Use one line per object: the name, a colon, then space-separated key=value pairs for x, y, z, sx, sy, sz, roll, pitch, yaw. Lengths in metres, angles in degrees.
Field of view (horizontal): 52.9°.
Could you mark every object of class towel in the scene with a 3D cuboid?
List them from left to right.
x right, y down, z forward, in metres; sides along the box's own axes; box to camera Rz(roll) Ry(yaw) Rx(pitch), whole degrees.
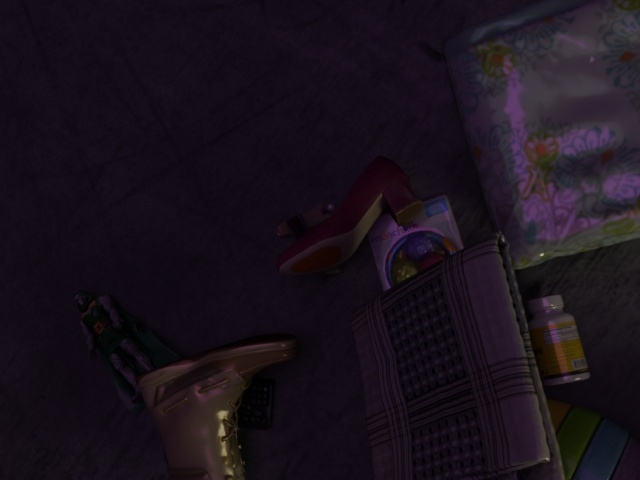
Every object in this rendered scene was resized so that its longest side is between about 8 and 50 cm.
towel: x=0.146 y=0.192 z=0.819 sx=0.312 sy=0.056 sz=0.324 roll=-35 pitch=54 yaw=46
towel: x=0.369 y=-0.164 z=0.792 sx=0.375 sy=0.090 sz=0.320 roll=-16 pitch=74 yaw=14

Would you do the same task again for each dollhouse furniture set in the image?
dollhouse furniture set: x=0.000 y=0.000 z=1.038 sx=0.081 sy=0.091 sz=0.114 roll=-32 pitch=94 yaw=-32

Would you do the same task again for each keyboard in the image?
keyboard: x=-0.160 y=0.241 z=1.035 sx=0.180 sy=0.023 sz=0.108 roll=2 pitch=80 yaw=17

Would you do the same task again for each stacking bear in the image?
stacking bear: x=0.286 y=0.273 z=0.816 sx=0.289 sy=0.164 sz=0.175 roll=24 pitch=71 yaw=29

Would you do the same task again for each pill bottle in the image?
pill bottle: x=0.320 y=0.136 z=0.878 sx=0.065 sy=0.065 sz=0.116 roll=-14 pitch=75 yaw=15

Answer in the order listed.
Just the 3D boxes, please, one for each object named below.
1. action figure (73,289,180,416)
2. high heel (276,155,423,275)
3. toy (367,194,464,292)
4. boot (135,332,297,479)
action figure: x=-0.352 y=0.168 z=1.093 sx=0.232 sy=0.063 sz=0.137 roll=44 pitch=97 yaw=24
high heel: x=0.027 y=-0.041 z=0.975 sx=0.244 sy=0.082 sz=0.117 roll=-31 pitch=58 yaw=-4
toy: x=0.154 y=0.055 z=0.952 sx=0.137 sy=0.056 sz=0.237 roll=-19 pitch=74 yaw=13
boot: x=-0.133 y=0.260 z=0.965 sx=0.262 sy=0.095 sz=0.203 roll=-19 pitch=84 yaw=10
